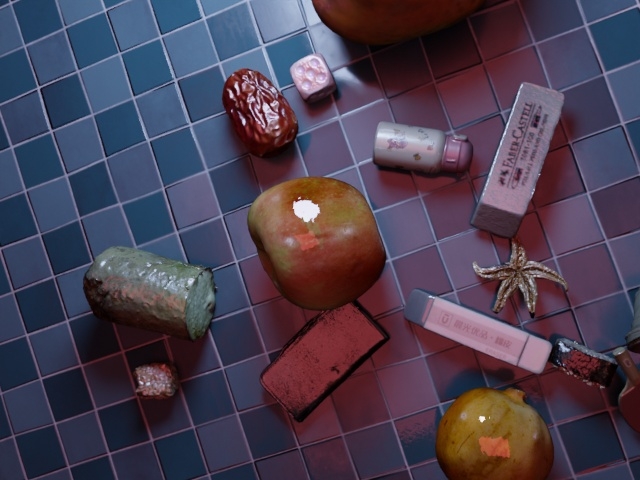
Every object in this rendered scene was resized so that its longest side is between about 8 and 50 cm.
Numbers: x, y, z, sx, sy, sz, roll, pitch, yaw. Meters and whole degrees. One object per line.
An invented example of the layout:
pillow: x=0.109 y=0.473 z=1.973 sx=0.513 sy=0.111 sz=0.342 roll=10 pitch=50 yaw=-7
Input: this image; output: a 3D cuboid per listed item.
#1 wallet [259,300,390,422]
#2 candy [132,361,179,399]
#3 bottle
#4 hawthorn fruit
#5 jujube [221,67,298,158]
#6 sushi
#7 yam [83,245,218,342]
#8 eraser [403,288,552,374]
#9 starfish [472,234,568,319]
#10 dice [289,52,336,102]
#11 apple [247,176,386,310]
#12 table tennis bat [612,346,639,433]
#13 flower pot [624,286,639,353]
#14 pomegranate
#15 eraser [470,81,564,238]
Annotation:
wallet: x=0.003 y=0.291 z=1.676 sx=0.172 sy=0.045 sz=0.318 roll=45 pitch=96 yaw=4
candy: x=-0.425 y=0.362 z=1.729 sx=0.110 sy=0.085 sz=0.096 roll=-11 pitch=82 yaw=-1
bottle: x=0.246 y=-0.216 z=1.604 sx=0.233 sy=0.110 sz=0.110 roll=10 pitch=91 yaw=10
hawthorn fruit: x=0.179 y=-0.667 z=1.478 sx=0.471 sy=0.472 sz=0.472 roll=0 pitch=90 yaw=9
jujube: x=-0.154 y=-0.312 z=1.654 sx=0.155 sy=0.155 sz=0.230 roll=-38 pitch=78 yaw=7
sushi: x=0.606 y=0.285 z=1.555 sx=0.150 sy=0.090 sz=0.078 roll=23 pitch=98 yaw=7
yam: x=-0.424 y=0.128 z=1.676 sx=0.299 sy=0.195 sz=0.195 roll=12 pitch=92 yaw=8
eraser: x=0.370 y=0.214 z=1.607 sx=0.351 sy=0.061 sz=0.089 roll=21 pitch=94 yaw=9
starfish: x=0.472 y=0.073 z=1.596 sx=0.213 sy=0.057 sz=0.238 roll=-4 pitch=72 yaw=13
dice: x=-0.017 y=-0.399 z=1.656 sx=0.091 sy=0.093 sz=0.094 roll=-24 pitch=86 yaw=8
apple: x=0.000 y=0.000 z=1.549 sx=0.277 sy=0.319 sz=0.319 roll=-26 pitch=85 yaw=-12
table tennis bat: x=0.733 y=0.340 z=1.529 sx=0.138 sy=0.022 sz=0.247 roll=-34 pitch=107 yaw=4
flower pot: x=0.783 y=0.162 z=1.478 sx=0.235 sy=0.235 sz=0.141 roll=-4 pitch=67 yaw=9
pomegranate: x=0.395 y=0.454 z=1.508 sx=0.264 sy=0.264 sz=0.265 roll=0 pitch=90 yaw=9
eraser: x=0.463 y=-0.186 z=1.575 sx=0.111 sy=0.077 sz=0.353 roll=20 pitch=88 yaw=8
